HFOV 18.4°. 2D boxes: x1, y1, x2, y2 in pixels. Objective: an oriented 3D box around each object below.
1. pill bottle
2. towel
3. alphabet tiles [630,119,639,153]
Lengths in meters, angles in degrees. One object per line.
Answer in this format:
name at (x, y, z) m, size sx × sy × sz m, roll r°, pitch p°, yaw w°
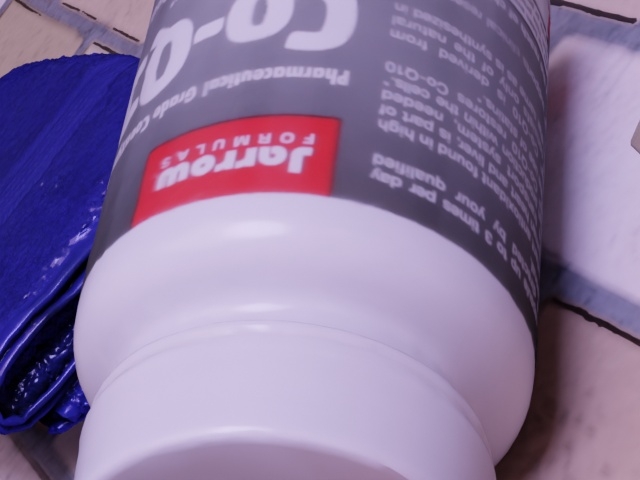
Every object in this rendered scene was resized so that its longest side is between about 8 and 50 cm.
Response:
pill bottle at (0.000, 0.000, 0.718) m, size 0.161 × 0.161 × 0.283 m, roll -32°, pitch 34°, yaw 35°
towel at (-0.147, -0.002, 1.057) m, size 0.228 × 0.076 × 0.308 m, roll -53°, pitch 26°, yaw -16°
alphabet tiles at (0.185, -0.054, 0.556) m, size 0.237 × 0.009 × 0.198 m, roll 54°, pitch 131°, yaw 49°
